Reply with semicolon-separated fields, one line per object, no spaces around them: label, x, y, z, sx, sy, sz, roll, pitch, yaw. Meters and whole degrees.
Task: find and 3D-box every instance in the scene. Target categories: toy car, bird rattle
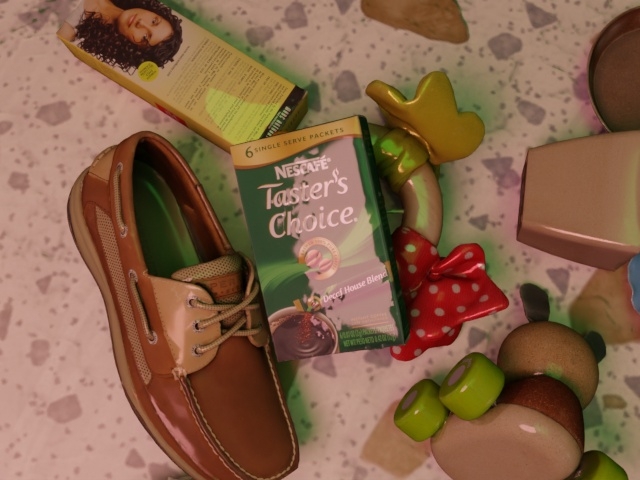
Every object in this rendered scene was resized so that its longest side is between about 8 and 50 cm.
toy car;0.186;0.127;0.623;0.155;0.149;0.188;40;54;-2
bird rattle;0.050;-0.018;0.635;0.207;0.143;0.253;-1;93;-2

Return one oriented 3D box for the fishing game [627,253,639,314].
fishing game;0.388;0.046;0.660;0.189;0.041;0.264;6;74;1

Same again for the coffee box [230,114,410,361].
coffee box;0.000;0.000;0.568;0.113;0.040;0.184;-10;95;16

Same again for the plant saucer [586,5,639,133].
plant saucer;0.345;-0.155;0.706;0.168;0.029;0.168;0;81;-1

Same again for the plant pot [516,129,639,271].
plant pot;0.234;-0.037;0.648;0.096;0.109;0.109;6;80;12

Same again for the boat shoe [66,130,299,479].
boat shoe;-0.111;0.055;0.590;0.122;0.120;0.324;-22;79;-44

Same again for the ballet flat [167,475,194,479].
ballet flat;-0.242;0.317;0.556;0.409;0.147;0.147;-33;82;-6

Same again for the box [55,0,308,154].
box;-0.130;-0.161;0.680;0.232;0.058;0.087;31;81;3
